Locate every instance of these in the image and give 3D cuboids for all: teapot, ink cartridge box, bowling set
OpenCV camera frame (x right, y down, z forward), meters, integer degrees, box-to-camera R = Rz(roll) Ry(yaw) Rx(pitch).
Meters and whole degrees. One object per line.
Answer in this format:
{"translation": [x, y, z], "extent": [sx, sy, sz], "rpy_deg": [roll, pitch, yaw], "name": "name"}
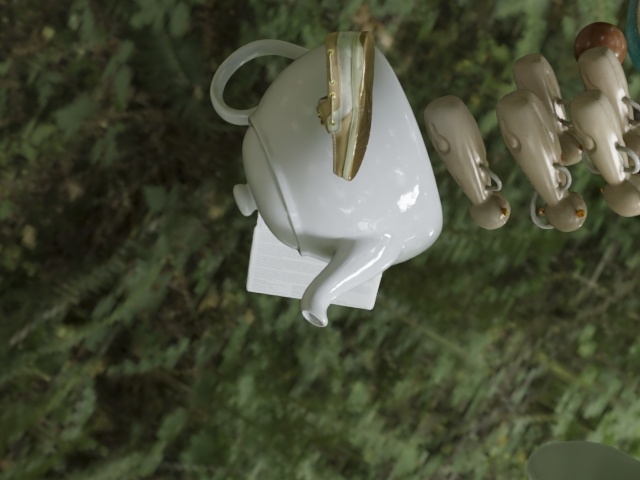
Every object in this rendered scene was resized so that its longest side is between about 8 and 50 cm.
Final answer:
{"translation": [-0.001, -0.077, 1.441], "extent": [0.256, 0.187, 0.252], "rpy_deg": [-122, -167, -74], "name": "teapot"}
{"translation": [0.000, 0.000, 1.880], "extent": [0.224, 0.181, 0.056], "rpy_deg": [101, -2, -51], "name": "ink cartridge box"}
{"translation": [0.264, -0.112, 1.407], "extent": [0.200, 0.287, 0.154], "rpy_deg": [-37, 112, -22], "name": "bowling set"}

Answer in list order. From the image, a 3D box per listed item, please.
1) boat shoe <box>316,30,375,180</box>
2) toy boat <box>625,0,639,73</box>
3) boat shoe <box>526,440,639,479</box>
{"translation": [0.020, -0.121, 1.255], "extent": [0.050, 0.045, 0.135], "rpy_deg": [-39, 136, -68], "name": "boat shoe"}
{"translation": [0.386, -0.312, 1.616], "extent": [0.318, 0.148, 0.267], "rpy_deg": [51, 50, -22], "name": "toy boat"}
{"translation": [0.304, 0.257, 1.332], "extent": [0.081, 0.228, 0.079], "rpy_deg": [85, 27, -44], "name": "boat shoe"}
